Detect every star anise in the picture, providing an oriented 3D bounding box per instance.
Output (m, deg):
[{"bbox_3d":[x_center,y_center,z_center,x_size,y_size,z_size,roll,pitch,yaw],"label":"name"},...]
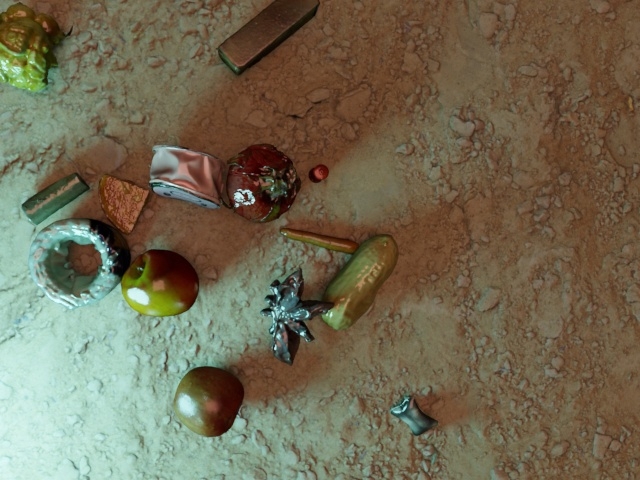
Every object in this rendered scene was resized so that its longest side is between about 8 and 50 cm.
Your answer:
[{"bbox_3d":[-0.085,0.201,1.337,0.198,0.110,0.258,44,119,16],"label":"star anise"}]

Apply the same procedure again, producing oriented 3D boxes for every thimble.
[{"bbox_3d":[-0.619,0.059,1.245,0.237,0.150,0.238,-1,93,-11],"label":"thimble"}]

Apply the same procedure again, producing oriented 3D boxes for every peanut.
[{"bbox_3d":[0.113,0.116,1.395,0.147,0.147,0.319,38,79,-10],"label":"peanut"}]

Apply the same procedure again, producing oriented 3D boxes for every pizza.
[{"bbox_3d":[-0.526,-0.104,1.309,0.134,0.046,0.175,-13,94,-10],"label":"pizza"}]

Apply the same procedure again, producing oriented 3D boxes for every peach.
[{"bbox_3d":[-0.414,0.119,1.278,0.197,0.197,0.198,0,92,-11],"label":"peach"}]

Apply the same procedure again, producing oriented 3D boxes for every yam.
[{"bbox_3d":[-0.697,-0.115,1.265,0.169,0.068,0.068,-39,98,-8],"label":"yam"}]

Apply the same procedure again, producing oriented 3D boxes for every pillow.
[{"bbox_3d":[0.289,0.545,1.485,0.091,0.055,0.136,-43,97,-5],"label":"pillow"}]

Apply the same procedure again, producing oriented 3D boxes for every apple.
[{"bbox_3d":[-0.301,0.437,1.311,0.168,0.181,0.181,19,88,12],"label":"apple"}]

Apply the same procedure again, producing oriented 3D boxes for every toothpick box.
[{"bbox_3d":[-0.005,-0.193,1.389,0.047,0.083,0.047,0,91,-12],"label":"toothpick box"}]

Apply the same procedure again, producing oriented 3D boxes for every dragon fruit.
[{"bbox_3d":[-0.130,-0.153,1.293,0.223,0.148,0.219,16,84,-42],"label":"dragon fruit"}]

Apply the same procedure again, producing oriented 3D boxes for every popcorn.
[{"bbox_3d":[-0.733,-0.479,1.212,0.173,0.168,0.195,-2,54,0],"label":"popcorn"}]

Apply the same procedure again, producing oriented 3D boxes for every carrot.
[{"bbox_3d":[0.000,0.000,1.420,0.247,0.043,0.043,13,89,-9],"label":"carrot"}]

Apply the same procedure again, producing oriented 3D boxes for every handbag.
[{"bbox_3d":[-0.353,-0.167,1.278,0.204,0.179,0.117,14,81,-17],"label":"handbag"}]

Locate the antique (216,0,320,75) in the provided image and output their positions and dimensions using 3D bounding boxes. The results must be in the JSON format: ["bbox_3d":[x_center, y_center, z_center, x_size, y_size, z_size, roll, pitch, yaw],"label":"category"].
[{"bbox_3d":[-0.146,-0.586,1.343,0.310,0.093,0.087,-43,99,-7],"label":"antique"}]
